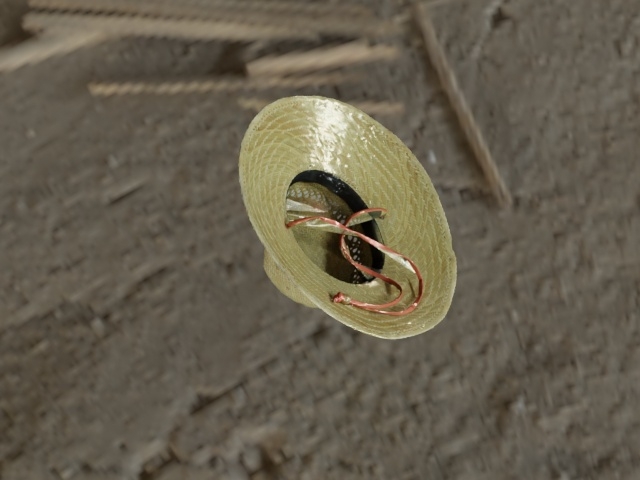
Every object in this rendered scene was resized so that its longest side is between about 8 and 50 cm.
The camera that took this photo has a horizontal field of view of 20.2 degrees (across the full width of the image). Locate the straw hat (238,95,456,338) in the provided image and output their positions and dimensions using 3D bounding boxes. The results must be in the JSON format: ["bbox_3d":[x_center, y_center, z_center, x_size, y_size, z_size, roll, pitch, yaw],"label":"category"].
[{"bbox_3d":[0.000,0.000,0.951,0.061,0.144,0.144,-41,39,44],"label":"straw hat"}]
